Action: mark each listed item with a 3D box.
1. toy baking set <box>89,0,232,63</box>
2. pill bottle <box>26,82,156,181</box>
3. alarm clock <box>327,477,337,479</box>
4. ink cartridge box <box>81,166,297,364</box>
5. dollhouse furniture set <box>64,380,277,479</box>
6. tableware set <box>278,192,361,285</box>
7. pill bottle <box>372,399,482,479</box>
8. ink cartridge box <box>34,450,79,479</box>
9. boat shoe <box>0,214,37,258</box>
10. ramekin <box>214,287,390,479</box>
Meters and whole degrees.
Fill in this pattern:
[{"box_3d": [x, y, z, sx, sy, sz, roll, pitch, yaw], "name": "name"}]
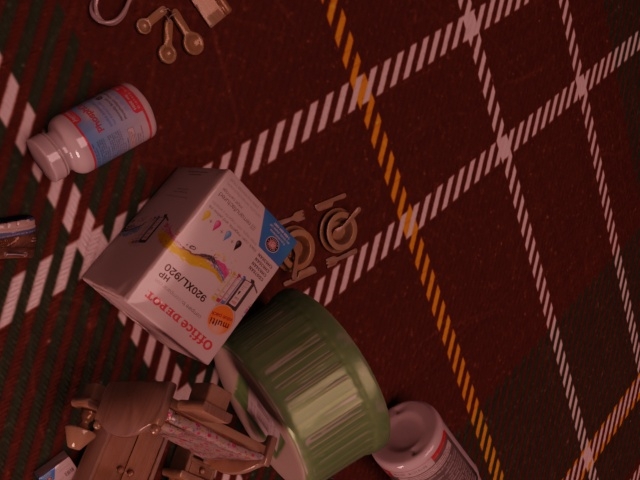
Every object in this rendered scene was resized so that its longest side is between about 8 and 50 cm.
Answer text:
[{"box_3d": [-0.245, -0.383, 0.954, 0.256, 0.030, 0.196, 26, 79, -38], "name": "toy baking set"}, {"box_3d": [-0.316, -0.148, 0.889, 0.160, 0.087, 0.087, -38, 117, -30], "name": "pill bottle"}, {"box_3d": [-0.024, 0.485, 1.212, 0.129, 0.064, 0.192, -25, 112, -34], "name": "alarm clock"}, {"box_3d": [-0.193, 0.032, 0.956, 0.171, 0.168, 0.232, 48, 67, -33], "name": "ink cartridge box"}, {"box_3d": [-0.179, 0.329, 0.861, 0.303, 0.355, 0.173, 40, 54, -36], "name": "dollhouse furniture set"}, {"box_3d": [0.000, 0.000, 1.189, 0.194, 0.039, 0.128, -24, 110, -34], "name": "tableware set"}, {"box_3d": [0.237, 0.484, 1.359, 0.161, 0.161, 0.283, -50, 122, -23], "name": "pill bottle"}, {"box_3d": [-0.374, 0.358, 0.939, 0.048, 0.028, 0.083, -35, 115, -30], "name": "ink cartridge box"}, {"box_3d": [-0.452, 0.015, 0.813, 0.183, 0.066, 0.066, -14, 105, -37], "name": "boat shoe"}, {"box_3d": [-0.042, 0.243, 1.027, 0.148, 0.303, 0.303, -29, 113, -25], "name": "ramekin"}]
